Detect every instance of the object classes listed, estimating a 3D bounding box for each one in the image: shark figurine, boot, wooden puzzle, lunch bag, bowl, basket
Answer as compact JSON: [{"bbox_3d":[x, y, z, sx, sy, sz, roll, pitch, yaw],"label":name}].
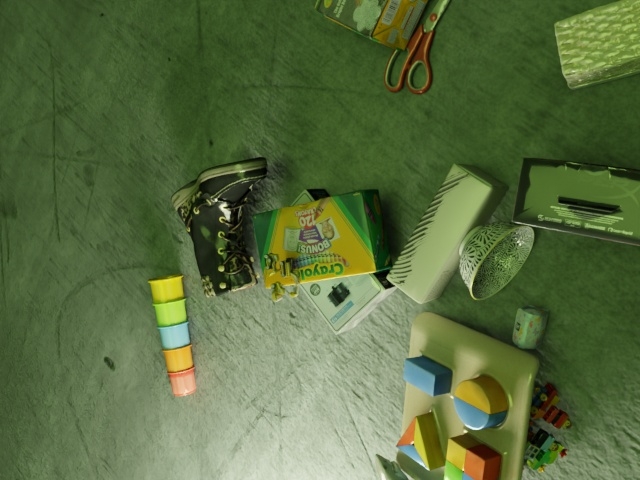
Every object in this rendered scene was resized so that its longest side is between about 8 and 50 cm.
[{"bbox_3d":[0.201,0.576,1.307,0.278,0.116,0.166,32,153,48],"label":"shark figurine"},{"bbox_3d":[-0.213,-0.024,1.522,0.377,0.138,0.284,-19,87,49],"label":"boot"},{"bbox_3d":[0.257,0.346,1.263,0.322,0.080,0.348,20,105,56],"label":"wooden puzzle"},{"bbox_3d":[0.397,0.164,1.229,0.053,0.083,0.071,14,103,29],"label":"lunch bag"},{"bbox_3d":[0.317,0.022,1.226,0.080,0.170,0.170,42,115,35],"label":"bowl"},{"bbox_3d":[0.495,-0.339,1.110,0.167,0.103,0.113,-11,88,33],"label":"basket"}]

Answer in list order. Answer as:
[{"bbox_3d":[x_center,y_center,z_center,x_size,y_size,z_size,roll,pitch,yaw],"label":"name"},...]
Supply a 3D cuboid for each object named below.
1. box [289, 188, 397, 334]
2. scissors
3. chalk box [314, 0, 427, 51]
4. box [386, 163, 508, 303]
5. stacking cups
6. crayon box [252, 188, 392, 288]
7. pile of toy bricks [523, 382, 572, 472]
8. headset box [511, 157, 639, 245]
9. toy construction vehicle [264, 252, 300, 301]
[{"bbox_3d":[0.020,0.043,1.446,0.169,0.087,0.290,-45,72,26],"label":"box"},{"bbox_3d":[0.214,-0.441,1.319,0.109,0.021,0.297,27,110,29],"label":"scissors"},{"bbox_3d":[0.089,-0.497,1.322,0.213,0.132,0.132,39,114,31],"label":"chalk box"},{"bbox_3d":[0.251,-0.013,1.287,0.094,0.113,0.275,37,111,24],"label":"box"},{"bbox_3d":[-0.387,0.251,1.724,0.096,0.096,0.316,-5,97,32],"label":"stacking cups"},{"bbox_3d":[0.000,0.000,1.354,0.278,0.081,0.165,-11,89,31],"label":"crayon box"},{"bbox_3d":[0.420,0.392,1.239,0.105,0.118,0.212,30,102,-11],"label":"pile of toy bricks"},{"bbox_3d":[0.454,-0.067,1.050,0.218,0.293,0.110,13,101,29],"label":"headset box"},{"bbox_3d":[-0.074,0.071,1.308,0.035,0.086,0.098,-7,91,25],"label":"toy construction vehicle"}]
